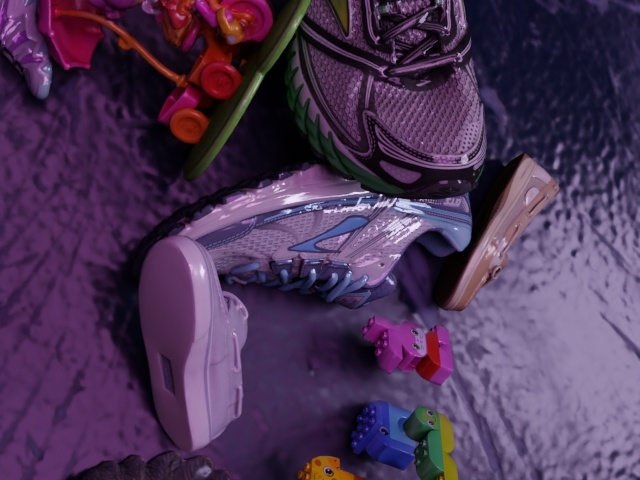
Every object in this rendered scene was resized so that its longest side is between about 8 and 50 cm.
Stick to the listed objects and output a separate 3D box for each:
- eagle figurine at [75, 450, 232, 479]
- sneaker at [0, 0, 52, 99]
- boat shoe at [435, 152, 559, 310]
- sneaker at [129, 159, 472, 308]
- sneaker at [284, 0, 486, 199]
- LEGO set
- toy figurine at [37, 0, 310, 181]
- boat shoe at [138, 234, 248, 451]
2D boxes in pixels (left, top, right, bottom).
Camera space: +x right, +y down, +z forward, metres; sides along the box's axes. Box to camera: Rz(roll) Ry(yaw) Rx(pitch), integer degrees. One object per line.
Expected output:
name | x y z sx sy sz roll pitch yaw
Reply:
eagle figurine | -0.116 0.288 0.770 0.226 0.225 0.298 28 84 -1
sneaker | -0.232 -0.144 0.860 0.069 0.038 0.098 -11 78 -21
boat shoe | 0.145 -0.001 0.980 0.048 0.056 0.153 36 64 -10
sneaker | 0.000 0.000 0.894 0.283 0.110 0.122 -20 94 -22
sneaker | 0.040 -0.185 0.854 0.134 0.146 0.344 -7 67 -21
LEGO set | 0.039 0.152 0.865 0.093 0.087 0.227 23 35 -17
toy figurine | -0.116 -0.149 0.835 0.159 0.173 0.130 31 40 -14
boat shoe | -0.080 0.068 0.836 0.063 0.066 0.184 -28 130 -34
